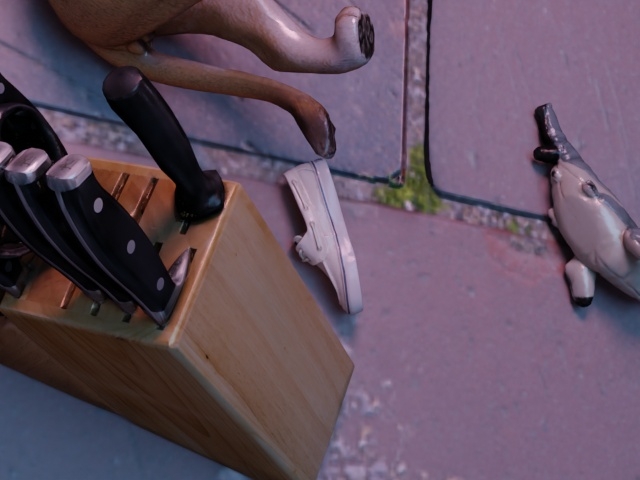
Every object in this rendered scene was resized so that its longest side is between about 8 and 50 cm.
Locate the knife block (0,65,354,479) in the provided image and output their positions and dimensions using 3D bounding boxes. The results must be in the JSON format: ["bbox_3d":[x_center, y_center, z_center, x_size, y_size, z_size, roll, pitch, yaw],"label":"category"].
[{"bbox_3d":[-0.065,0.025,0.541,0.276,0.242,0.088,29,66,-18],"label":"knife block"}]

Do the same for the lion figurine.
[{"bbox_3d":[-0.115,-0.230,0.628,0.142,0.240,0.392,-20,104,-68],"label":"lion figurine"}]

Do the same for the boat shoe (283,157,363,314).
[{"bbox_3d":[0.000,0.000,0.706,0.035,0.035,0.100,-16,87,-2],"label":"boat shoe"}]

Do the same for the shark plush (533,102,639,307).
[{"bbox_3d":[0.191,-0.020,0.813,0.067,0.073,0.161,-14,61,-49],"label":"shark plush"}]
